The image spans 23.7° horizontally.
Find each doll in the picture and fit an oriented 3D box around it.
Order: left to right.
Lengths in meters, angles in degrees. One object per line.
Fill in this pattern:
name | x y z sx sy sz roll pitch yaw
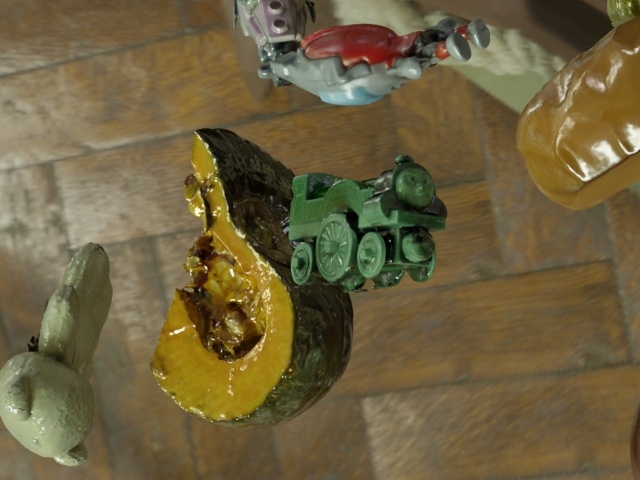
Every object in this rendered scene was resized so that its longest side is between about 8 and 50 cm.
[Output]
doll | -0.340 0.140 1.964 0.149 0.175 0.278 -6 50 32
doll | 0.023 -0.086 0.727 0.114 0.039 0.057 -7 52 27

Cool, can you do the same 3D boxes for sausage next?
sausage | 0.298 -0.125 1.537 0.241 0.120 0.136 -41 64 36

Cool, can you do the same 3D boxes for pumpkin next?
pumpkin | -0.087 0.053 1.524 0.190 0.139 0.280 -37 68 27

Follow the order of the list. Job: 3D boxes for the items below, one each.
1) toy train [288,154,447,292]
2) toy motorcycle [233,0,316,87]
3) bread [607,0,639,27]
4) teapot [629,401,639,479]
toy train | 0.036 -0.011 1.257 0.178 0.071 0.105 -10 74 57
toy motorcycle | -0.061 -0.310 1.679 0.108 0.204 0.239 -19 53 -14
bread | 0.393 -0.274 1.679 0.157 0.094 0.083 -9 108 1
teapot | 0.291 0.129 1.013 0.178 0.252 0.135 -34 115 0
